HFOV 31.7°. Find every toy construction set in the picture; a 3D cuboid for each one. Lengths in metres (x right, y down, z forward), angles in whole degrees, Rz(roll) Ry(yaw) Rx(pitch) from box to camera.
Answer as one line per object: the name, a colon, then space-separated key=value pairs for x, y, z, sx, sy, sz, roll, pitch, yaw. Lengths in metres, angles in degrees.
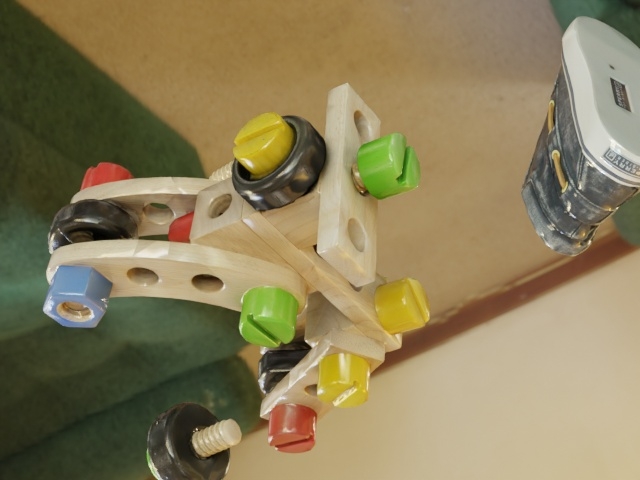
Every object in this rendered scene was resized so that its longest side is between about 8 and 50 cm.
toy construction set: x=0.000 y=0.000 z=0.754 sx=0.237 sy=0.257 sz=0.309 roll=-29 pitch=-164 yaw=30

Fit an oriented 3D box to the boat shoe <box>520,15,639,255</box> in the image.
boat shoe: x=0.162 y=-0.071 z=0.703 sx=0.065 sy=0.183 sz=0.083 roll=28 pitch=125 yaw=-8
